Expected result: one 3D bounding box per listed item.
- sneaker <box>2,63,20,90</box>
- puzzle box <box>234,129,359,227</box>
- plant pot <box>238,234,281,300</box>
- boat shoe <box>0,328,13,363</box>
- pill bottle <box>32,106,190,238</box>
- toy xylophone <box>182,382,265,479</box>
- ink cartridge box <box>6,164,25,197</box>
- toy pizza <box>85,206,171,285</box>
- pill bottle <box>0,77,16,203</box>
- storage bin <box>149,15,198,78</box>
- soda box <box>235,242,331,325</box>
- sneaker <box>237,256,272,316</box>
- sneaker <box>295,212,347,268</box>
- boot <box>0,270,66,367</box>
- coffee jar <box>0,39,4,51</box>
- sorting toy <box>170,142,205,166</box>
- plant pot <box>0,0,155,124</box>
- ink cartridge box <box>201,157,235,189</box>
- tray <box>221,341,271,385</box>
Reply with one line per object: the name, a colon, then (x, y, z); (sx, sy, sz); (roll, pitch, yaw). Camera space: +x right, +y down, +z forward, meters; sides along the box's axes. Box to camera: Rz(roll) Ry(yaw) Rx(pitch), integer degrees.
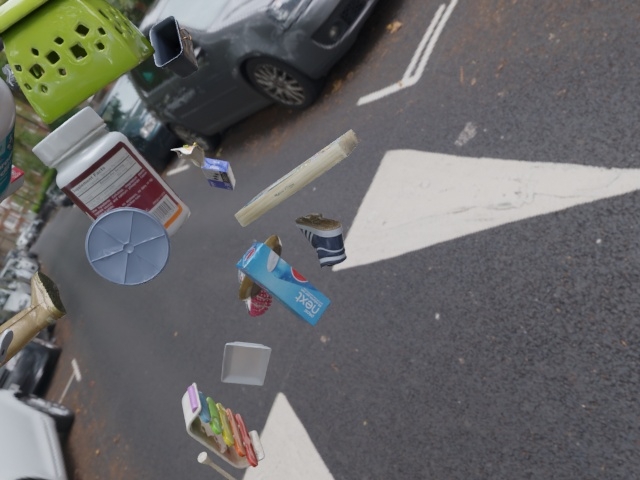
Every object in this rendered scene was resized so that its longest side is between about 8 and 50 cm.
sneaker: (-0.896, -0.472, 1.555); (0.040, 0.043, 0.109); (-30, 60, -4)
puzzle box: (-0.068, -0.204, 1.699); (0.409, 0.052, 0.272); (-32, 10, 20)
plant pot: (-0.182, 0.093, 1.680); (0.236, 0.032, 0.236); (-59, -9, -16)
boat shoe: (-0.807, 0.264, 1.336); (0.100, 0.035, 0.035); (-66, -10, 13)
pill bottle: (-0.571, -0.154, 1.466); (0.224, 0.392, 0.224); (-32, 23, 15)
toy xylophone: (-0.279, 0.562, 1.520); (0.081, 0.322, 0.236); (-39, 41, -1)
ink cartridge box: (-1.093, -0.217, 1.740); (0.072, 0.175, 0.127); (-51, 8, 43)
toy pizza: (-0.475, 0.015, 1.319); (0.201, 0.201, 0.032); (-57, 16, 6)
pill bottle: (-0.507, -0.151, 0.733); (0.264, 0.146, 0.146); (-44, 28, 49)
storage bin: (-0.366, -0.493, 1.367); (0.098, 0.091, 0.135); (-24, 68, 17)
soda box: (-0.080, 0.096, 1.169); (0.071, 0.210, 0.067); (-53, 20, -15)
sneaker: (-0.276, 0.184, 2.163); (0.112, 0.121, 0.299); (-32, 44, 24)
sneaker: (0.000, 0.000, 1.802); (0.099, 0.153, 0.282); (-20, 19, -19)
boot: (-0.992, 0.254, 1.743); (0.269, 0.089, 0.236); (-40, 49, -6)
coffee jar: (-0.938, -0.531, 1.440); (0.185, 0.096, 0.079); (-2, 47, 39)
sorting toy: (-0.364, -0.237, 1.445); (0.075, 0.083, 0.044); (3, 75, 14)
plant pot: (-0.490, -0.392, 1.045); (0.228, 0.207, 0.227); (-31, 25, 5)
ink cartridge box: (-0.391, -0.254, 2.052); (0.207, 0.097, 0.046); (97, -176, -77)
tray: (-0.243, 0.398, 1.725); (0.270, 0.145, 0.030); (107, 169, -49)
